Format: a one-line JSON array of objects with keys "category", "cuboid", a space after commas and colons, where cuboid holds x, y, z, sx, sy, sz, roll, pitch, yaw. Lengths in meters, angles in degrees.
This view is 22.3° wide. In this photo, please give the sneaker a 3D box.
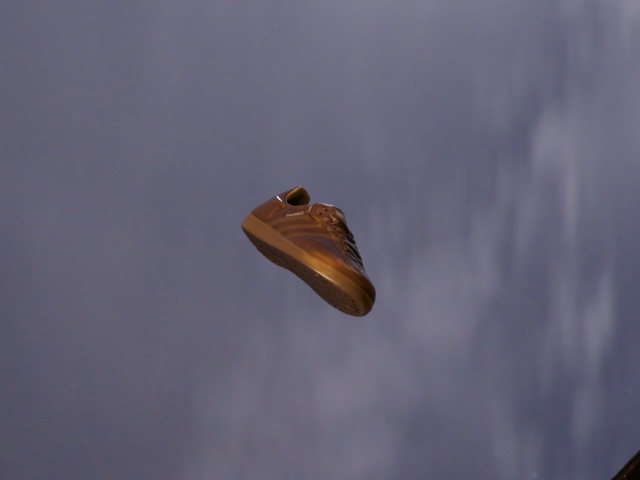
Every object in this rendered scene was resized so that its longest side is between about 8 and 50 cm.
[{"category": "sneaker", "cuboid": [0.000, 0.000, 1.402, 0.071, 0.188, 0.066, -44, -51, -10]}]

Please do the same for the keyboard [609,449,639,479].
[{"category": "keyboard", "cuboid": [0.276, 0.209, 1.299, 0.100, 0.192, 0.038, 38, -159, -5]}]
